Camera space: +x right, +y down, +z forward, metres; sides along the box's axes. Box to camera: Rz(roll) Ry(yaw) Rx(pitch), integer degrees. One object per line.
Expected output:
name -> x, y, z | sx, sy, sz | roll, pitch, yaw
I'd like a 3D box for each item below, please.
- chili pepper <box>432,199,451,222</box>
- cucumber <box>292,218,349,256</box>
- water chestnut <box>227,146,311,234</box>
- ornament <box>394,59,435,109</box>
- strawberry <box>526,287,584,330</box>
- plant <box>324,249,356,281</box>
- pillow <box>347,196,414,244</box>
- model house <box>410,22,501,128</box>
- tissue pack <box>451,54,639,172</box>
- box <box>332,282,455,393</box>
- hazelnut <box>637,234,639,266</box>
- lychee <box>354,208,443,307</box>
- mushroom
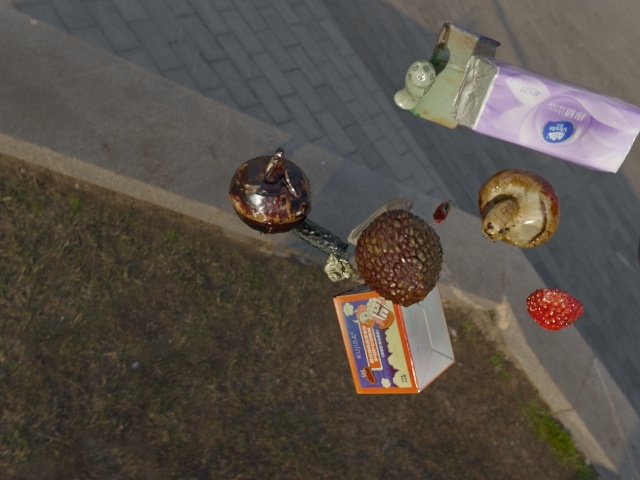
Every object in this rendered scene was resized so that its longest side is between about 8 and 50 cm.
chili pepper -> 0.424, -0.098, 1.899 | 0.051, 0.268, 0.059 | 7, 82, 4
cucumber -> -0.001, -0.001, 1.906 | 0.211, 0.078, 0.062 | 34, 24, 25
water chestnut -> -0.164, -0.176, 1.782 | 0.300, 0.300, 0.299 | 20, 53, -29
ornament -> 0.244, -0.394, 1.376 | 0.075, 0.156, 0.081 | -8, 78, -12
strawberry -> 0.806, 0.250, 1.885 | 0.236, 0.190, 0.111 | 41, 57, -52
plant -> 0.076, 0.085, 1.756 | 0.116, 0.122, 0.104 | -40, 131, -38
pillow -> 0.201, -0.062, 1.847 | 0.270, 0.173, 0.067 | -39, 106, -17
model house -> 0.483, -0.609, 1.939 | 0.245, 0.312, 0.280 | 18, 63, -2
tissue pack -> 0.481, -0.285, 1.199 | 0.339, 0.160, 0.242 | 15, 24, -4
box -> 0.262, 0.313, 1.883 | 0.319, 0.257, 0.348 | -16, 92, -52
hazelnut -> 1.046, -0.008, 1.399 | 0.402, 0.429, 0.402 | 39, 24, -21
lychee -> 0.205, 0.045, 1.398 | 0.236, 0.236, 0.271 | 22, 28, -28
mushroom -> 0.652, -0.099, 1.771 | 0.267, 0.267, 0.254 | 43, 20, -10
